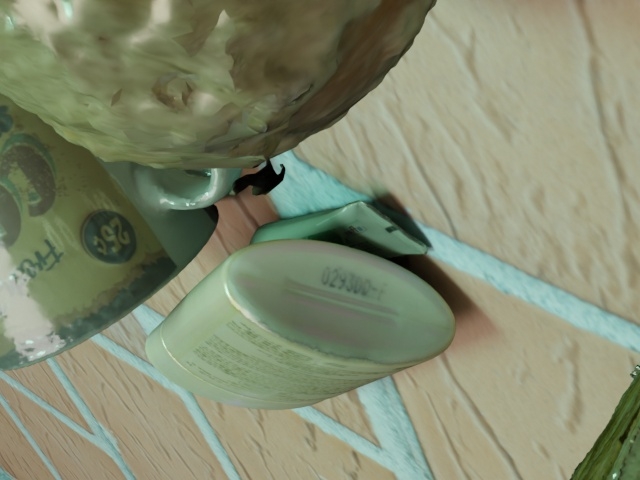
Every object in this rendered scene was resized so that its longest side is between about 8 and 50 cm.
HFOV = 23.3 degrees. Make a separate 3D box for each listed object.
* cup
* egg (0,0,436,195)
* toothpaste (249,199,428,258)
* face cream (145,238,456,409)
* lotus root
[{"bbox_3d":[-0.208,-0.071,1.187,0.301,0.227,0.257,-18,115,34],"label":"cup"},{"bbox_3d":[-0.061,-0.162,0.665,0.279,0.279,0.310,39,167,14],"label":"egg"},{"bbox_3d":[0.000,0.000,1.141,0.064,0.041,0.218,37,160,-21],"label":"toothpaste"},{"bbox_3d":[-0.029,0.076,1.213,0.173,0.081,0.348,15,165,-11],"label":"face cream"},{"bbox_3d":[0.198,0.126,0.892,0.070,0.144,0.143,33,166,6],"label":"lotus root"}]
